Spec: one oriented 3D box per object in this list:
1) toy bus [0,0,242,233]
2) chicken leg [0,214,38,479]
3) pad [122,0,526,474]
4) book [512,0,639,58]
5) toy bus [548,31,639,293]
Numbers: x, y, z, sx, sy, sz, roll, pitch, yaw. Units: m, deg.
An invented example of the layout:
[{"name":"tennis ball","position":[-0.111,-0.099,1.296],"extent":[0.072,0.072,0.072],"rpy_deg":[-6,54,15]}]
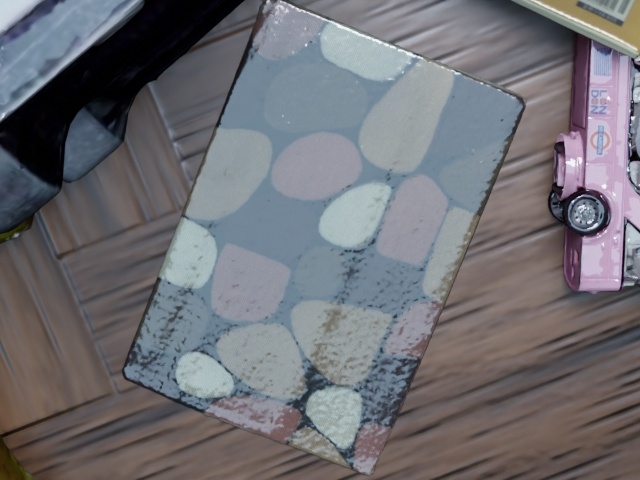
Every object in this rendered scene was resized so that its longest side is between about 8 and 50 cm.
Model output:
[{"name":"toy bus","position":[-0.125,-0.169,0.722],"extent":[0.209,0.440,0.249],"rpy_deg":[-40,96,6]},{"name":"chicken leg","position":[-0.226,0.040,0.920],"extent":[0.211,0.140,0.361],"rpy_deg":[-44,120,-7]},{"name":"pad","position":[0.000,0.000,0.971],"extent":[0.158,0.003,0.235],"rpy_deg":[22,98,-5]},{"name":"book","position":[0.145,-0.189,0.896],"extent":[0.118,0.012,0.172],"rpy_deg":[27,75,5]},{"name":"toy bus","position":[0.170,-0.073,0.933],"extent":[0.090,0.063,0.203],"rpy_deg":[2,98,-2]}]
